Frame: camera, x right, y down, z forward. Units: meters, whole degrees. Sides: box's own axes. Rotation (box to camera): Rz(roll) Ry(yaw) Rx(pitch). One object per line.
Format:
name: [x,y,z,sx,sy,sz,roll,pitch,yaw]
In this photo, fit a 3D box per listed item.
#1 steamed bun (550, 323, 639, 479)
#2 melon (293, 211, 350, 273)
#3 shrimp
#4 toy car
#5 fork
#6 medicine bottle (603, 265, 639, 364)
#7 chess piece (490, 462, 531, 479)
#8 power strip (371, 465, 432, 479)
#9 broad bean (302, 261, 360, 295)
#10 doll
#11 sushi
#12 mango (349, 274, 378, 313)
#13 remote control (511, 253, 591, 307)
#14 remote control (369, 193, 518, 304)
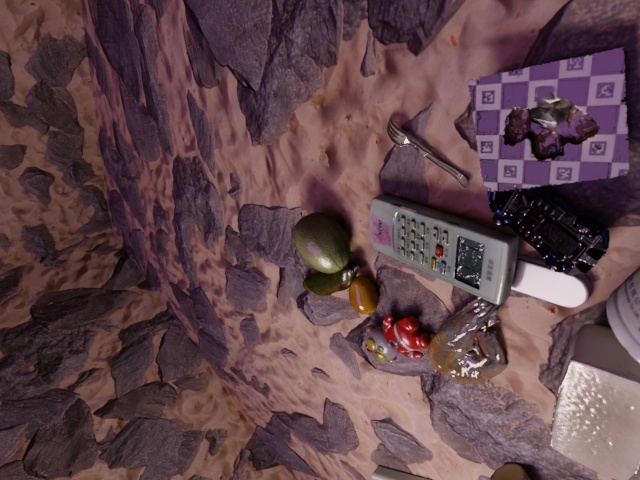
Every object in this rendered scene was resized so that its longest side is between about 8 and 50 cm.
steamed bun: [0.485,0.254,0.695,0.146,0.164,0.242,18,125,40]
melon: [0.000,0.000,1.120,0.192,0.139,0.139,52,143,13]
shrimp: [0.351,0.227,0.932,0.164,0.062,0.317,28,133,11]
toy car: [0.379,-0.037,0.705,0.216,0.063,0.103,53,142,35]
fork: [0.209,-0.173,0.841,0.219,0.028,0.034,45,138,19]
medicine bottle: [0.522,0.027,0.471,0.190,0.189,0.332,40,140,24]
chess piece: [0.507,0.644,1.020,0.171,0.094,0.094,51,144,-1]
power strip: [0.300,0.856,1.430,0.338,0.058,0.098,-27,93,55]
broad bean: [0.029,0.119,1.233,0.339,0.061,0.077,-28,84,53]
doll: [0.194,0.271,1.135,0.142,0.076,0.245,55,140,1]
sushi: [0.352,-0.180,0.651,0.210,0.040,0.193,0,111,41]
mango: [0.117,0.147,1.132,0.060,0.080,0.114,9,129,64]
remote control: [0.383,0.063,0.806,0.244,0.022,0.078,20,126,43]
remote control: [0.241,0.006,0.886,0.343,0.050,0.145,25,130,44]
